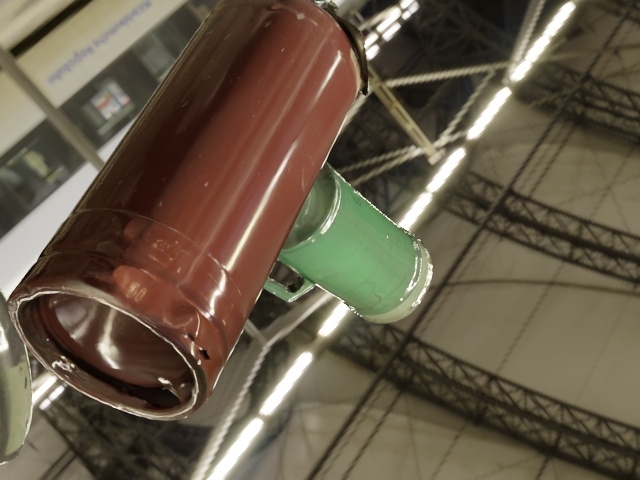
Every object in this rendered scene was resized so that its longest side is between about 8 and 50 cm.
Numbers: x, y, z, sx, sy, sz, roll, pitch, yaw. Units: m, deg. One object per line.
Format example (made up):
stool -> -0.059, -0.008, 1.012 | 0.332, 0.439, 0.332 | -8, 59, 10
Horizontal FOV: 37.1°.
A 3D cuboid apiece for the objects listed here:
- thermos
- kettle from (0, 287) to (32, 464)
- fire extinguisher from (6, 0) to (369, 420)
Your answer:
thermos -> 0.002, -0.004, 0.639 | 0.083, 0.187, 0.073 | -21, -120, 22
kettle -> -0.353, 0.049, 0.778 | 0.228, 0.321, 0.324 | -38, 156, -39
fire extinguisher -> -0.043, -0.052, 0.469 | 0.104, 0.105, 0.269 | -25, -150, 46
